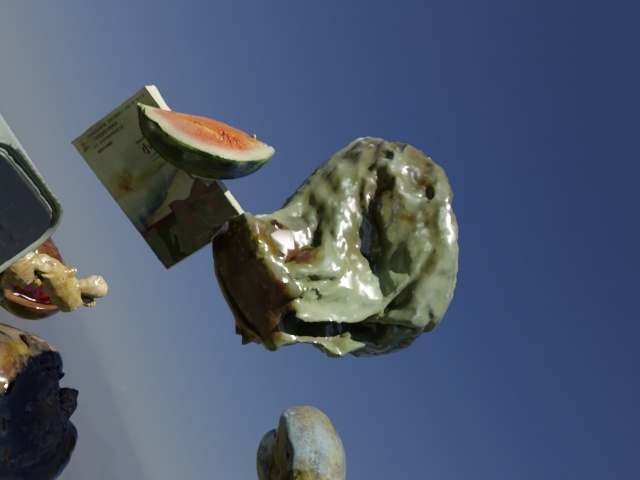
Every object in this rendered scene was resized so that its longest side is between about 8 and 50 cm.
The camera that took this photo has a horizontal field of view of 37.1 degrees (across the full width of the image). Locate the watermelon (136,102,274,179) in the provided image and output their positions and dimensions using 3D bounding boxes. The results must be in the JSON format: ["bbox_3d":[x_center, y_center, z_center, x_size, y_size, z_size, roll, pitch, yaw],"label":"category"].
[{"bbox_3d":[-0.188,-0.163,1.569,0.063,0.245,0.119,123,-24,-46],"label":"watermelon"}]

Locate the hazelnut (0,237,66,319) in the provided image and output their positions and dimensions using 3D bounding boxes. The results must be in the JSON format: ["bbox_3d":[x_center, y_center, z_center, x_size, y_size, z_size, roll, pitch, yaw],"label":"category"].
[{"bbox_3d":[-0.607,0.073,1.995,0.202,0.170,0.160,45,-37,17],"label":"hazelnut"}]

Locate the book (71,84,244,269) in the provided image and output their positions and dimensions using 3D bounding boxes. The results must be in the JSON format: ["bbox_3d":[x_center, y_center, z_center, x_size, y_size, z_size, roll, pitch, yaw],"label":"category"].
[{"bbox_3d":[-0.280,-0.104,1.668,0.289,0.201,0.026,53,28,-12],"label":"book"}]

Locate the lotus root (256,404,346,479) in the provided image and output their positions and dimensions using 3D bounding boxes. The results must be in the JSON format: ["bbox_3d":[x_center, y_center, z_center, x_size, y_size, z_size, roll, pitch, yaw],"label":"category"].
[{"bbox_3d":[-0.024,0.401,1.609,0.140,0.158,0.322,37,12,-18],"label":"lotus root"}]

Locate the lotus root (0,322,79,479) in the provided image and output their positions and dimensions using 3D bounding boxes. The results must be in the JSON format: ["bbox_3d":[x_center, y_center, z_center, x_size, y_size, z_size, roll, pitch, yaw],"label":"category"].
[{"bbox_3d":[-0.391,0.218,1.134,0.192,0.272,0.272,0,-65,33],"label":"lotus root"}]

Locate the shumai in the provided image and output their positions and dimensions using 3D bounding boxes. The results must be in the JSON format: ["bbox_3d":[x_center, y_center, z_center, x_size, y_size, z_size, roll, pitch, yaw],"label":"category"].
[{"bbox_3d":[0.000,0.000,0.949,0.260,0.222,0.225,-124,-135,-74],"label":"shumai"}]

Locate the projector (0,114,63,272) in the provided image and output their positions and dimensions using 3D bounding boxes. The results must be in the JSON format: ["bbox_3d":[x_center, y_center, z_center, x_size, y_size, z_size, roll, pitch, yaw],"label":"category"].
[{"bbox_3d":[-0.501,-0.089,1.169,0.249,0.249,0.248,51,-11,25],"label":"projector"}]

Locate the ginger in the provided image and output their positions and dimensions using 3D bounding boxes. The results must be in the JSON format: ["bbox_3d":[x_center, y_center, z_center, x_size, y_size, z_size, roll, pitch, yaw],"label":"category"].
[{"bbox_3d":[-0.459,0.065,1.558,0.176,0.193,0.052,81,-8,-52],"label":"ginger"}]
